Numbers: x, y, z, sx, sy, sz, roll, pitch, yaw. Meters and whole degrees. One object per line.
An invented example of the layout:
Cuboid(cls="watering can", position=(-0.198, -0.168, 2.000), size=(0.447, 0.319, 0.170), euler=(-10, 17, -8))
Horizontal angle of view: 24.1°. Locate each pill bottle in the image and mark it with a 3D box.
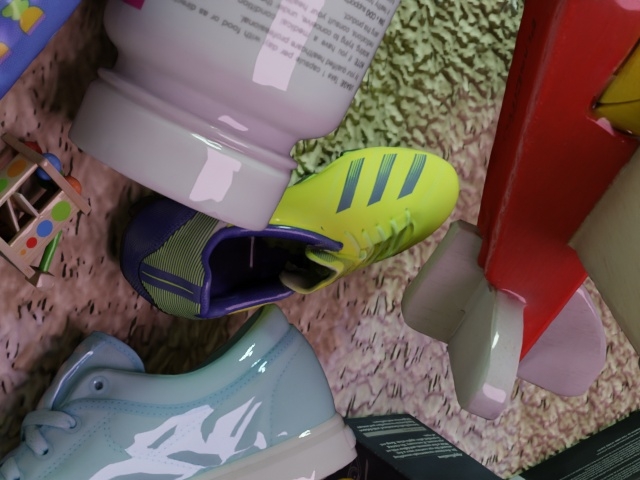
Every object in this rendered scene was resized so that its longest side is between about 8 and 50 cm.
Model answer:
Cuboid(cls="pill bottle", position=(-0.032, -0.160, 0.901), size=(0.160, 0.160, 0.283), euler=(21, 96, -45))

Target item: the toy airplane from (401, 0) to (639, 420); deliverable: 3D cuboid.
Cuboid(cls="toy airplane", position=(0.205, -0.057, 0.966), size=(0.272, 0.384, 0.386), euler=(5, 73, -6))

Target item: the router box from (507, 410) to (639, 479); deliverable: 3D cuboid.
Cuboid(cls="router box", position=(0.252, 0.320, 1.463), size=(0.309, 0.081, 0.243), euler=(-21, 125, -32))

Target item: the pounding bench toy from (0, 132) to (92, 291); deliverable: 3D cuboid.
Cuboid(cls="pounding bench toy", position=(-0.176, -0.016, 0.928), size=(0.065, 0.052, 0.083), euler=(-48, 135, -12))

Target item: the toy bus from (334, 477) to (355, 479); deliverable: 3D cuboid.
Cuboid(cls="toy bus", position=(-0.044, 0.300, 1.082), size=(0.108, 0.130, 0.333), euler=(-19, 149, -35))

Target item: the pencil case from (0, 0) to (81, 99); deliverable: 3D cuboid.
Cuboid(cls="pencil case", position=(-0.194, -0.152, 0.792), size=(0.306, 0.119, 0.133), euler=(-52, 127, -7))

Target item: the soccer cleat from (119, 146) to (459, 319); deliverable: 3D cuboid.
Cuboid(cls="soccer cleat", position=(-0.001, 0.001, 1.042), size=(0.289, 0.121, 0.093), euler=(-13, 120, -37))

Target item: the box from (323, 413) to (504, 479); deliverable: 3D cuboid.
Cuboid(cls="box", position=(0.070, 0.245, 1.207), size=(0.093, 0.158, 0.156), euler=(0, 112, -42))

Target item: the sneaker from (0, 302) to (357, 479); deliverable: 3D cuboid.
Cuboid(cls="sneaker", position=(-0.164, 0.145, 1.001), size=(0.366, 0.135, 0.150), euler=(-20, 86, -23))
